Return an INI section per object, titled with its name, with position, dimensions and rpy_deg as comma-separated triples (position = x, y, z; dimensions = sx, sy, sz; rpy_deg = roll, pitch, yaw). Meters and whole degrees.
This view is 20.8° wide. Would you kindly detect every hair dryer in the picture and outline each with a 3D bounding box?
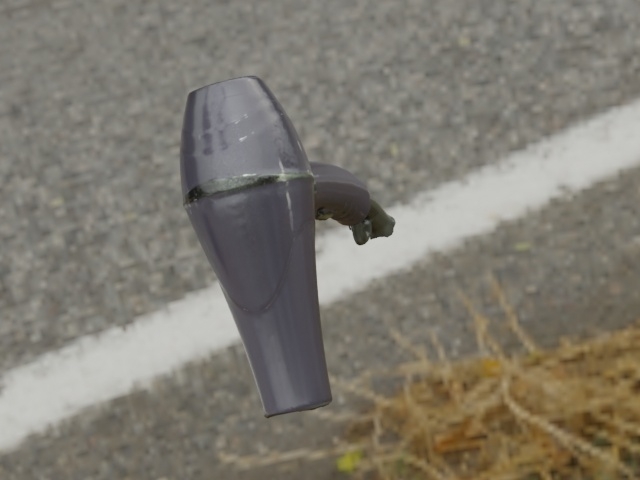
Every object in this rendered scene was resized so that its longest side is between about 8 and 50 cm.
[hair dryer]
position = 0.000, 0.000, 1.669
dimensions = 0.121, 0.301, 0.361
rpy_deg = -15, -3, 26
